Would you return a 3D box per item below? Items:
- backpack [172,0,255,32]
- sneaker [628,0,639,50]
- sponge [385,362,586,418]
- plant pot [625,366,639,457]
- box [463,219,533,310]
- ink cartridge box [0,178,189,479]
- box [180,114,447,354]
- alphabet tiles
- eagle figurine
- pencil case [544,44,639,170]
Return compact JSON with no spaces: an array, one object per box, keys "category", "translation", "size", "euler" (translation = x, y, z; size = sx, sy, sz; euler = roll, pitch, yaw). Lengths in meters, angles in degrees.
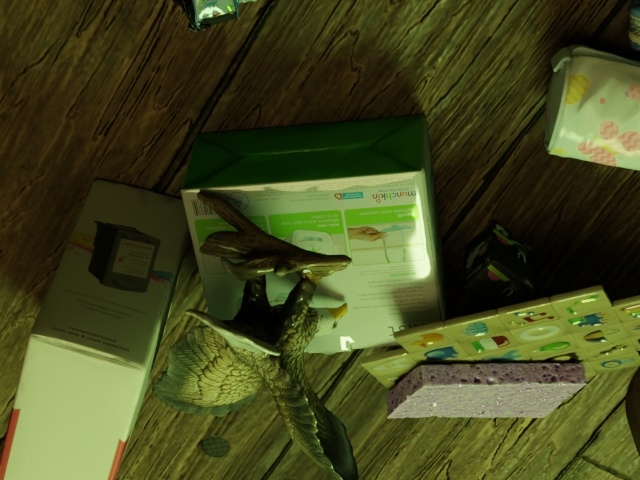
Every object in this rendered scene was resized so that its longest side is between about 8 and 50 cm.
[{"category":"backpack","translation":[-0.114,-0.284,1.674],"size":[0.084,0.105,0.114],"euler":[-19,122,-8]},{"category":"sneaker","translation":[0.376,-0.232,1.684],"size":[0.135,0.052,0.058],"euler":[-11,118,13]},{"category":"sponge","translation":[0.191,0.174,1.922],"size":[0.210,0.031,0.117],"euler":[2,155,-20]},{"category":"plant pot","translation":[0.463,0.258,1.898],"size":[0.215,0.230,0.215],"euler":[3,124,5]},{"category":"box","translation":[0.199,0.031,1.861],"size":[0.062,0.083,0.052],"euler":[36,121,-17]},{"category":"ink cartridge box","translation":[-0.243,0.112,1.830],"size":[0.131,0.306,0.226],"euler":[15,124,-4]},{"category":"box","translation":[0.000,0.000,1.836],"size":[0.262,0.127,0.231],"euler":[-5,124,9]},{"category":"alphabet tiles","translation":[0.229,0.122,1.869],"size":[0.342,0.011,0.285],"euler":[-14,157,15]},{"category":"eagle figurine","translation":[-0.050,0.128,1.746],"size":[0.225,0.226,0.298],"euler":[0,120,-17]},{"category":"pencil case","translation":[0.367,-0.126,1.717],"size":[0.273,0.113,0.124],"euler":[8,135,2]}]
